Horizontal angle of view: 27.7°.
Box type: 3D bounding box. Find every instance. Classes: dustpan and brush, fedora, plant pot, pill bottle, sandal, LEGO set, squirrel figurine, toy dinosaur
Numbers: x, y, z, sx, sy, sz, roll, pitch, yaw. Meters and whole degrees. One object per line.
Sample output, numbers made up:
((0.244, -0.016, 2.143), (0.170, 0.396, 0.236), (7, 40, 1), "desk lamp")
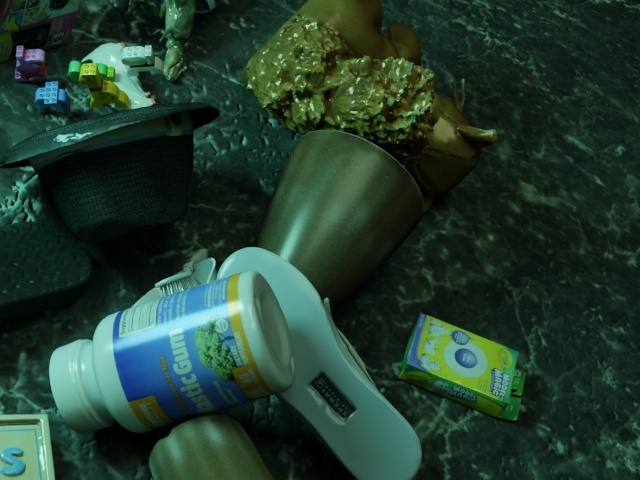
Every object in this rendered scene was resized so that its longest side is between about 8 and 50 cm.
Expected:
((-0.185, 0.054, 1.767), (0.060, 0.147, 0.211), (62, 19, -1), "dustpan and brush")
((-0.273, -0.084, 1.773), (0.334, 0.334, 0.152), (-15, 91, -33), "fedora")
((0.000, 0.000, 1.834), (0.215, 0.215, 0.230), (30, 60, 5), "plant pot")
((-0.180, 0.145, 1.567), (0.272, 0.152, 0.152), (-18, 49, 11), "pill bottle")
((-0.484, 0.081, 1.620), (0.446, 0.107, 0.167), (-9, 52, -45), "sandal")
((-0.354, -0.246, 1.921), (0.227, 0.093, 0.087), (-3, 63, 3), "LEGO set")
((0.080, -0.201, 1.984), (0.370, 0.281, 0.397), (45, 20, -7), "squirrel figurine")
((-0.244, -0.394, 2.090), (0.118, 0.064, 0.268), (15, 89, -21), "toy dinosaur")
((-0.117, 0.305, 1.524), (0.167, 0.167, 0.165), (-6, 44, -28), "plant pot")

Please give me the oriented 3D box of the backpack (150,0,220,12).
((-0.244, -0.457, 2.186), (0.173, 0.117, 0.158), (42, 55, -21), "backpack")

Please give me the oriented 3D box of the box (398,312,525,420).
((0.209, 0.182, 1.848), (0.179, 0.043, 0.105), (23, 45, -4), "box")

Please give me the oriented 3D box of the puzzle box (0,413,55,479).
((-0.490, 0.317, 1.419), (0.409, 0.052, 0.272), (1, 49, -22), "puzzle box")

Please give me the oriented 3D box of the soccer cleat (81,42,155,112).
((-0.300, -0.218, 1.992), (0.076, 0.068, 0.196), (-27, 67, -6), "soccer cleat")

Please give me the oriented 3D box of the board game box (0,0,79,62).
((-0.502, -0.361, 1.918), (0.303, 0.224, 0.097), (-23, 64, -37), "board game box")

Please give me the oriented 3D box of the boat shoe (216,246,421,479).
((-0.003, 0.169, 1.700), (0.136, 0.156, 0.367), (-41, 83, -7), "boat shoe")
